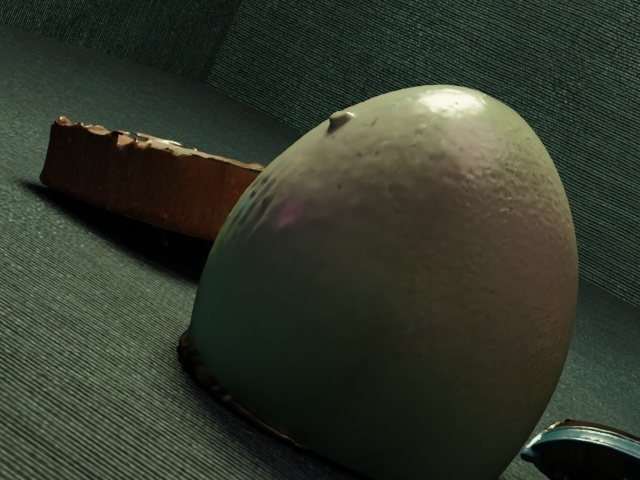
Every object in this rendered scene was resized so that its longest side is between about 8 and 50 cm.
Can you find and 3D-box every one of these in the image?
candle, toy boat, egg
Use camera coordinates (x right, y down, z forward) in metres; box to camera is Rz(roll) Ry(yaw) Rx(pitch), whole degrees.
[{"bbox_3d":[-0.203,-0.064,1.663,0.287,0.131,0.317,15,2,-17],"label":"candle"},{"bbox_3d":[0.306,0.253,1.337,0.223,0.100,0.097,22,43,18],"label":"toy boat"},{"bbox_3d":[0.085,0.018,1.263,0.354,0.340,0.354,26,10,-5],"label":"egg"}]
